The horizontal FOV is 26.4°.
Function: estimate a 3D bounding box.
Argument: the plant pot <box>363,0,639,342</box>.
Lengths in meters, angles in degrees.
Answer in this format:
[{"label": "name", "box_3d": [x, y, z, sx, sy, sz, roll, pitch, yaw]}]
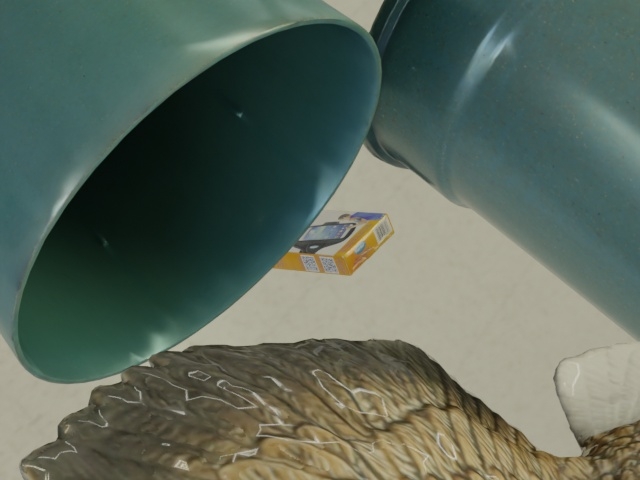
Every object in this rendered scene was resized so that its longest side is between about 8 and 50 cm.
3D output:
[{"label": "plant pot", "box_3d": [0.259, -0.088, 1.030, 0.341, 0.341, 0.334, -15, 51, -43]}]

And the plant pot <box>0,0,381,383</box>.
[{"label": "plant pot", "box_3d": [-0.145, -0.094, 0.881, 0.235, 0.293, 0.293, 45, 41, 21]}]

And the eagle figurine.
[{"label": "eagle figurine", "box_3d": [0.080, 0.115, 0.399, 0.225, 0.226, 0.298, 61, 2, 29]}]

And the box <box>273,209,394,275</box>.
[{"label": "box", "box_3d": [0.000, 0.000, 1.420, 0.081, 0.136, 0.028, -43, 125, -37]}]
